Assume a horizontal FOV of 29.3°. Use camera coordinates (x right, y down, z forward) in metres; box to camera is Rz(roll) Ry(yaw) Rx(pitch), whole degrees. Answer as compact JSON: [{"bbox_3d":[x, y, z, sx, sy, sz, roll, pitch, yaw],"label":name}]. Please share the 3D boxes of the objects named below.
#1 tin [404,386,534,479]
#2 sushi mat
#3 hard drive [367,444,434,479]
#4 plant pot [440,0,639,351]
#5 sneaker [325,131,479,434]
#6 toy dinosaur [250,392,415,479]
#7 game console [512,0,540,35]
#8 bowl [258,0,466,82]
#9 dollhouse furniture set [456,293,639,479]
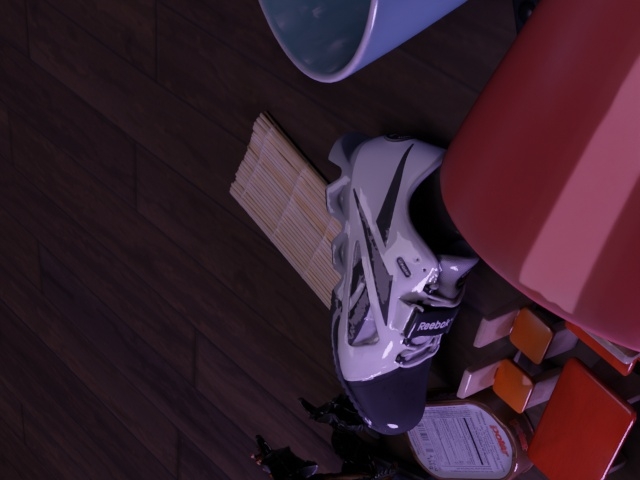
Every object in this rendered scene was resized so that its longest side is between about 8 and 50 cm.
[{"bbox_3d":[0.162,0.219,1.365,0.189,0.040,0.106,-15,102,55],"label":"tin"},{"bbox_3d":[0.000,0.000,1.459,0.316,0.019,0.151,49,144,22],"label":"sushi mat"},{"bbox_3d":[0.094,0.313,1.522,0.135,0.022,0.094,15,122,48],"label":"hard drive"},{"bbox_3d":[0.240,-0.098,0.792,0.275,0.275,0.243,41,128,31],"label":"plant pot"},{"bbox_3d":[0.094,0.055,1.269,0.146,0.122,0.331,5,109,38],"label":"sneaker"},{"bbox_3d":[0.020,0.316,1.483,0.321,0.164,0.218,-2,127,31],"label":"toy dinosaur"},{"bbox_3d":[0.285,-0.233,0.902,0.386,0.060,0.342,6,115,51],"label":"game console"},{"bbox_3d":[0.049,-0.302,1.043,0.311,0.163,0.312,166,90,-71],"label":"bowl"},{"bbox_3d":[0.251,0.142,1.108,0.262,0.135,0.259,42,139,30],"label":"dollhouse furniture set"}]
